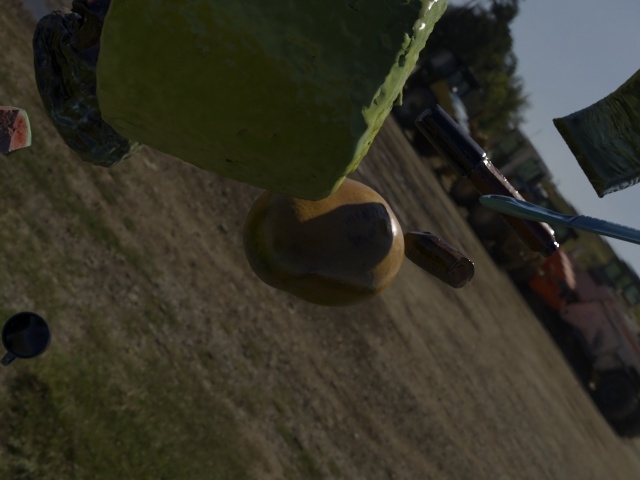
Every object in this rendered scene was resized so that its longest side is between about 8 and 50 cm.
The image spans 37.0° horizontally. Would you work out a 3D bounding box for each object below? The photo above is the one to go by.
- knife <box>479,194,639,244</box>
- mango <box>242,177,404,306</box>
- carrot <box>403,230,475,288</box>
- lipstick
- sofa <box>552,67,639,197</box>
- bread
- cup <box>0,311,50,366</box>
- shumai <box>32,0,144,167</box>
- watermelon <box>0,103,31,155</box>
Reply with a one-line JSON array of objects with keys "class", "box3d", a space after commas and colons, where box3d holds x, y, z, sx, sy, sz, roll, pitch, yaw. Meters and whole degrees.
[{"class": "knife", "box3d": [0.356, -0.024, 1.307, 0.313, 0.044, 0.019, 19, -55, 38]}, {"class": "mango", "box3d": [0.000, 0.000, 1.824, 0.378, 0.221, 0.264, -2, 69, -50]}, {"class": "carrot", "box3d": [0.256, 0.036, 2.112, 0.173, 0.082, 0.082, 33, -7, 39]}, {"class": "lipstick", "box3d": [0.365, -0.126, 2.075, 0.418, 0.077, 0.077, 47, 12, -6]}, {"class": "sofa", "box3d": [0.638, -0.234, 1.965, 0.176, 0.225, 0.210, -12, 70, -41]}, {"class": "bread", "box3d": [-0.048, -0.221, 1.028, 0.307, 0.348, 0.348, 25, 14, -2]}, {"class": "cup", "box3d": [-0.498, 0.170, 1.608, 0.078, 0.100, 0.077, 41, -13, -1]}, {"class": "shumai", "box3d": [-0.331, -0.311, 1.713, 0.292, 0.288, 0.330, 54, 25, -59]}, {"class": "watermelon", "box3d": [-0.514, -0.178, 1.527, 0.072, 0.092, 0.085, -4, 93, -74]}]
